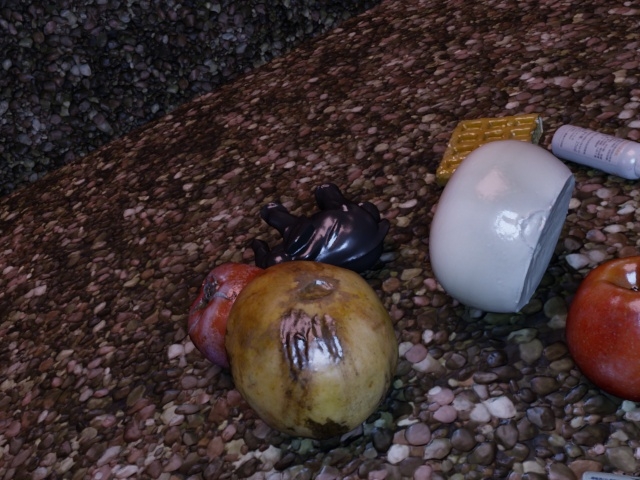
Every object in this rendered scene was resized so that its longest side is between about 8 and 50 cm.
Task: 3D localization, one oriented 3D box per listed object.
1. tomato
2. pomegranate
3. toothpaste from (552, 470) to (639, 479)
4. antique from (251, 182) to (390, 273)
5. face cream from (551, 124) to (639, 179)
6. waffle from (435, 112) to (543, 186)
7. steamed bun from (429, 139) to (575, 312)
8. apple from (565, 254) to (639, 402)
[{"bbox_3d":[-0.165,0.161,1.430,0.232,0.189,0.232,-45,30,35],"label":"tomato"},{"bbox_3d":[-0.014,0.188,1.215,0.322,0.322,0.322,-17,34,12],"label":"pomegranate"},{"bbox_3d":[0.493,0.344,0.882,0.392,0.061,0.098,-1,39,26],"label":"toothpaste"},{"bbox_3d":[0.000,0.000,1.556,0.322,0.185,0.255,-18,32,2],"label":"antique"},{"bbox_3d":[0.634,-0.189,1.511,0.082,0.082,0.269,-34,35,-15],"label":"face cream"},{"bbox_3d":[0.423,-0.225,1.718,0.221,0.055,0.247,-1,40,31],"label":"waffle"},{"bbox_3d":[0.319,-0.029,1.261,0.206,0.324,0.324,23,52,23],"label":"steamed bun"},{"bbox_3d":[0.489,0.133,1.053,0.218,0.201,0.218,-18,26,9],"label":"apple"}]
